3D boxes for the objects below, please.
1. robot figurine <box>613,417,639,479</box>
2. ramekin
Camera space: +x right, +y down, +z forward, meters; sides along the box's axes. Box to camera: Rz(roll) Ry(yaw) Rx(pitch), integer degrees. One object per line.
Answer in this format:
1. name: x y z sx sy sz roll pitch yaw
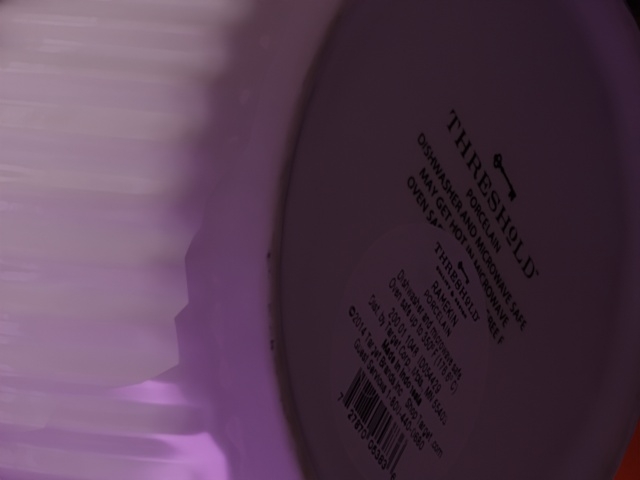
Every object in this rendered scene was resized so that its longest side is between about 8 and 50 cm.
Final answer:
1. robot figurine: 0.085 0.082 0.623 0.128 0.158 0.219 -26 88 39
2. ramekin: 0.000 0.000 0.432 0.109 0.207 0.207 5 157 39
